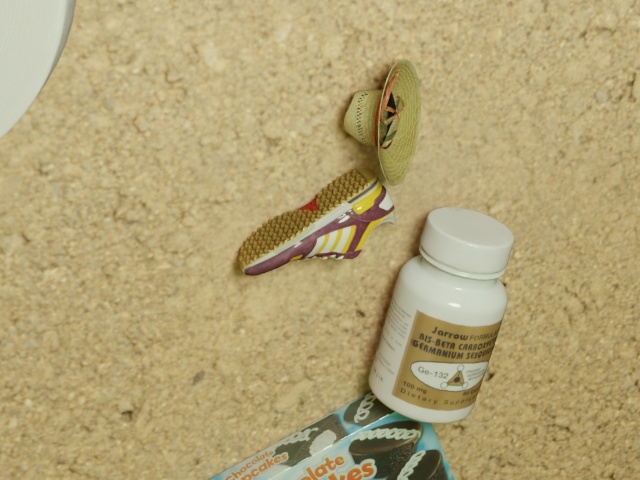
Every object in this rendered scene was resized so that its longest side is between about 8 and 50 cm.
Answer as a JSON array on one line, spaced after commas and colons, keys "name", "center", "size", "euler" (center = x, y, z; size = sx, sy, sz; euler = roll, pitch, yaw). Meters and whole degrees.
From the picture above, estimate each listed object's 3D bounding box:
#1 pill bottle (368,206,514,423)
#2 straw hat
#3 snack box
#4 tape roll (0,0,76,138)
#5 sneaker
[{"name": "pill bottle", "center": [0.144, 0.085, 1.730], "size": [0.131, 0.131, 0.229], "euler": [3, 116, -24]}, {"name": "straw hat", "center": [0.058, -0.132, 1.609], "size": [0.061, 0.144, 0.144], "euler": [7, 124, 20]}, {"name": "snack box", "center": [0.001, 0.318, 1.846], "size": [0.322, 0.060, 0.187], "euler": [-28, 125, -6]}, {"name": "tape roll", "center": [-0.401, -0.235, 1.265], "size": [0.392, 0.072, 0.392], "euler": [0, 111, 0]}, {"name": "sneaker", "center": [0.000, 0.000, 1.658], "size": [0.185, 0.069, 0.084], "euler": [-32, 120, -2]}]
